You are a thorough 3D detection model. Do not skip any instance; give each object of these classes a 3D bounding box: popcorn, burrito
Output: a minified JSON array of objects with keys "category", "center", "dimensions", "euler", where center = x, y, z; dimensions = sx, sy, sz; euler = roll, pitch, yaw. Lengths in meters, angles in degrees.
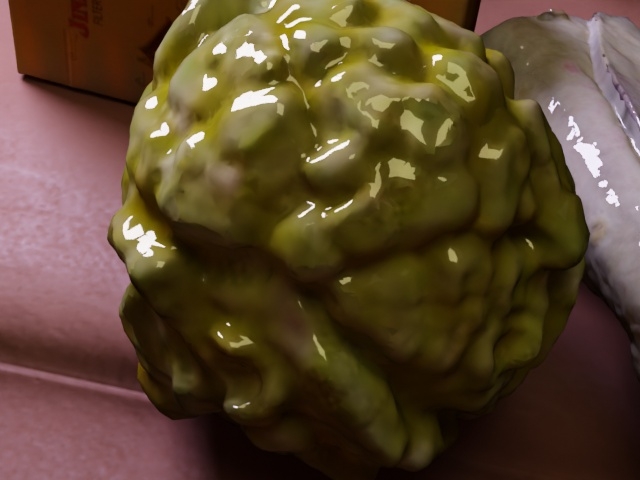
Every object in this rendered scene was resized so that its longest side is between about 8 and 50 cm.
[{"category":"popcorn","center":[0.000,0.000,0.629],"dimensions":[0.259,0.259,0.212],"euler":[19,64,11]},{"category":"burrito","center":[0.180,-0.004,0.700],"dimensions":[0.143,0.105,0.299],"euler":[12,38,-36]}]

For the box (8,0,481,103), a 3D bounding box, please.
[{"category":"box","center":[-0.045,-0.150,0.771],"dimensions":[0.274,0.174,0.076],"euler":[15,48,8]}]
